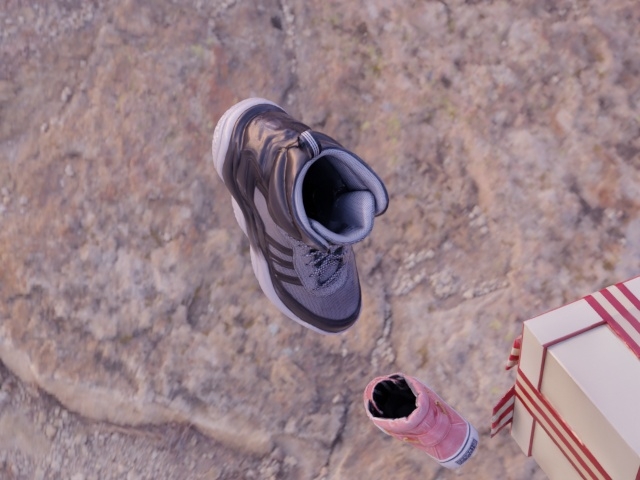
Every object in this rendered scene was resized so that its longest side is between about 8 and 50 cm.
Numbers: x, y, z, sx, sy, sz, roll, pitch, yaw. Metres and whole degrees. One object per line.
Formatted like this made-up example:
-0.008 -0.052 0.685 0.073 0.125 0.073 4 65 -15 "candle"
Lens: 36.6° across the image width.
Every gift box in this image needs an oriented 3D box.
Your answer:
0.373 0.213 1.189 0.255 0.276 0.258 -15 44 -19 "gift box"

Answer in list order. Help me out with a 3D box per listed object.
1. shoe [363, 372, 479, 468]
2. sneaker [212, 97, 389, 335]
0.074 0.152 0.920 0.081 0.178 0.063 41 83 -25 "shoe"
0.000 0.000 0.895 0.101 0.153 0.268 -36 123 -20 "sneaker"
